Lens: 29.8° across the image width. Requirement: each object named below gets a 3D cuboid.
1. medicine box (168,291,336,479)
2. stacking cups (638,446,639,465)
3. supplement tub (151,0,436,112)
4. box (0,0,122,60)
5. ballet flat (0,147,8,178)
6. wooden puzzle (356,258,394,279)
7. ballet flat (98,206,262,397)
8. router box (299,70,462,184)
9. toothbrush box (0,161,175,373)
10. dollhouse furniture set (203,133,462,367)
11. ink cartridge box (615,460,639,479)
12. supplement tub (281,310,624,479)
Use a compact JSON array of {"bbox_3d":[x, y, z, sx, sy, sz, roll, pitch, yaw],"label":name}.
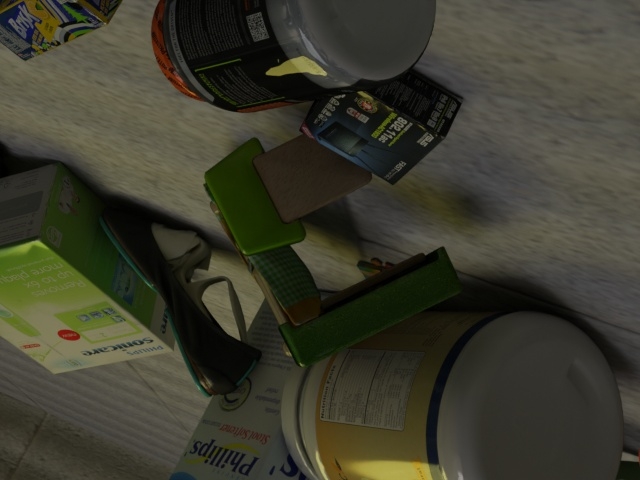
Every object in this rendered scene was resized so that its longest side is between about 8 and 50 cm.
[{"bbox_3d":[0.003,0.248,1.457,0.149,0.289,0.263,2,149,49],"label":"medicine box"},{"bbox_3d":[0.448,0.220,1.158,0.096,0.096,0.316,37,163,-25],"label":"stacking cups"},{"bbox_3d":[-0.026,-0.146,0.789,0.117,0.117,0.190,39,156,-30],"label":"supplement tub"},{"bbox_3d":[-0.216,-0.198,0.981,0.054,0.059,0.169,37,157,-28],"label":"box"},{"bbox_3d":[-0.431,-0.085,1.535,0.058,0.049,0.173,28,161,-3],"label":"ballet flat"},{"bbox_3d":[0.068,0.041,1.286,0.049,0.006,0.083,14,156,31],"label":"wooden puzzle"},{"bbox_3d":[-0.158,0.055,1.436,0.280,0.096,0.095,56,-178,17],"label":"ballet flat"},{"bbox_3d":[0.044,-0.096,0.936,0.092,0.038,0.122,29,160,-7],"label":"router box"},{"bbox_3d":[-0.339,0.045,1.544,0.206,0.122,0.283,-12,143,25],"label":"toothbrush box"},{"bbox_3d":[0.000,0.000,1.138,0.197,0.151,0.301,63,175,3],"label":"dollhouse furniture set"},{"bbox_3d":[0.257,0.270,1.395,0.235,0.171,0.056,-2,109,24],"label":"ink cartridge box"},{"bbox_3d":[0.124,0.184,1.244,0.228,0.228,0.316,38,157,-28],"label":"supplement tub"}]
